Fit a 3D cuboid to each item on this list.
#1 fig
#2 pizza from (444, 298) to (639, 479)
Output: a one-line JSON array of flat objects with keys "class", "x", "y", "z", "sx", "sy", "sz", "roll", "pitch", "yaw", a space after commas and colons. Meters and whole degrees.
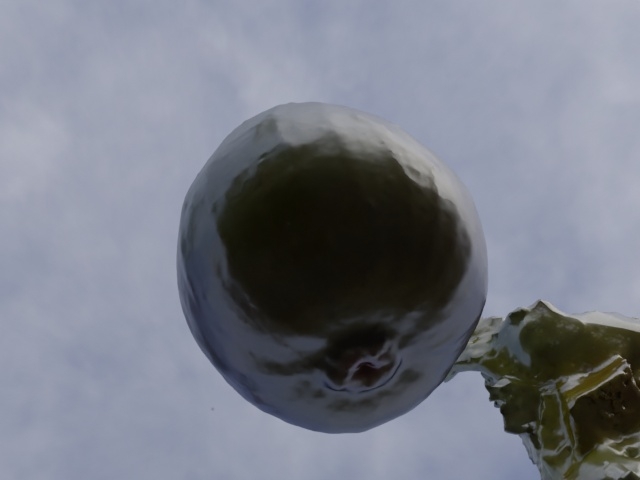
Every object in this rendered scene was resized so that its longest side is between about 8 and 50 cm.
[{"class": "fig", "x": 0.000, "y": 0.000, "z": 0.384, "sx": 0.074, "sy": 0.074, "sz": 0.088, "roll": -15, "pitch": -134, "yaw": -5}, {"class": "pizza", "x": 0.169, "y": 0.096, "z": 0.817, "sx": 0.288, "sy": 0.075, "sz": 0.280, "roll": 25, "pitch": -138, "yaw": 34}]
